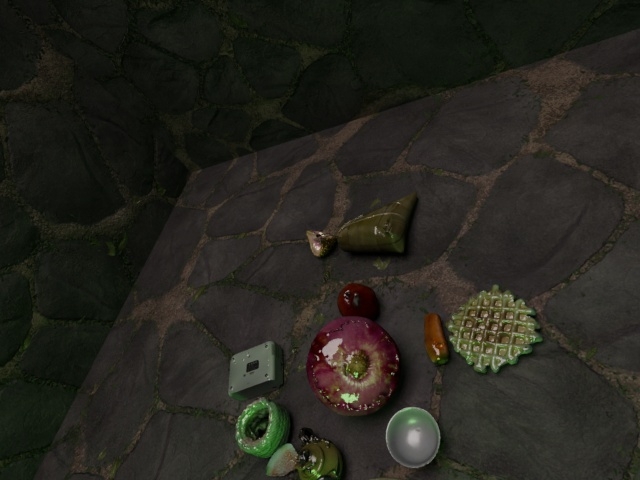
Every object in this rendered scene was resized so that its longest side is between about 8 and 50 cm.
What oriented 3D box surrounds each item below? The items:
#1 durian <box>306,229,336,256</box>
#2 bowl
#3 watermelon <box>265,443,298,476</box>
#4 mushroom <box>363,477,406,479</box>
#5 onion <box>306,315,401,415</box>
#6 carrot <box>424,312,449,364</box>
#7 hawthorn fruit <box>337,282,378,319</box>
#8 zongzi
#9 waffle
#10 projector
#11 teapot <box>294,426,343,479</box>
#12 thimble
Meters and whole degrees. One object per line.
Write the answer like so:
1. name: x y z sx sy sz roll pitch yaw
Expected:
1. durian: 0.002 -0.001 2.171 0.182 0.132 0.165 -13 36 43
2. bowl: 0.325 0.669 1.387 0.189 0.086 0.189 -20 47 23
3. watermelon: -0.142 0.858 1.598 0.180 0.081 0.094 -40 55 26
4. mushroom: 0.196 0.871 1.281 0.344 0.130 0.247 -11 45 31
5. onion: 0.126 0.480 1.557 0.358 0.345 0.358 -3 54 5
6. carrot: 0.433 0.373 1.561 0.087 0.087 0.193 -24 43 19
7. hawthorn fruit: 0.151 0.268 1.774 0.185 0.202 0.185 -15 55 23
8. zongzi: 0.240 -0.086 2.042 0.447 0.181 0.418 -2 42 35
9. waffle: 0.620 0.319 1.483 0.309 0.056 0.292 -38 41 5
10. projector: -0.301 0.601 1.902 0.250 0.108 0.198 -25 43 19
11. teapot: -0.022 0.788 1.475 0.173 0.182 0.269 -38 40 5
12. thimble: -0.229 0.763 1.679 0.219 0.150 0.219 -20 46 23
